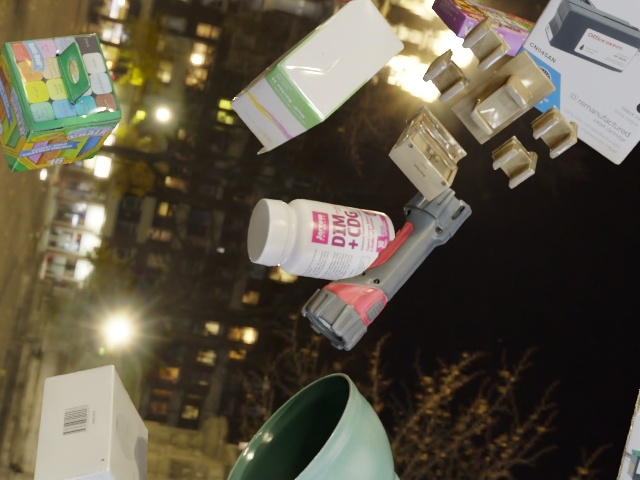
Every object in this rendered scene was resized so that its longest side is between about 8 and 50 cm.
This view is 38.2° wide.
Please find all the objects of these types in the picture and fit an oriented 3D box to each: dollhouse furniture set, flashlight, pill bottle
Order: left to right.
[{"bbox_3d":[0.000,0.000,1.949,0.160,0.283,0.160,-172,-90,-67],"label":"pill bottle"},{"bbox_3d":[0.102,0.034,1.472,0.304,0.103,0.103,-49,-170,-17],"label":"flashlight"},{"bbox_3d":[0.238,-0.191,1.408,0.242,0.212,0.161,-37,-170,29],"label":"dollhouse furniture set"}]

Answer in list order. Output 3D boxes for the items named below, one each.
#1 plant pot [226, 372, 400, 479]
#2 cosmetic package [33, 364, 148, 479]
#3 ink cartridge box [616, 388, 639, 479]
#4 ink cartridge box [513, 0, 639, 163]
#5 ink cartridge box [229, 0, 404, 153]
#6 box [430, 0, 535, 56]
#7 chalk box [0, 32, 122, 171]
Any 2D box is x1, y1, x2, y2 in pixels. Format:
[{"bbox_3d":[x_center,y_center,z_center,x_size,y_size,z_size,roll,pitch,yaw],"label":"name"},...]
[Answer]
[{"bbox_3d":[0.008,0.392,1.518,0.293,0.196,0.293,-42,-167,12],"label":"plant pot"},{"bbox_3d":[-0.408,0.389,1.674,0.224,0.138,0.225,-100,177,-46],"label":"cosmetic package"},{"bbox_3d":[0.593,0.380,1.562,0.092,0.160,0.219,-39,138,-58],"label":"ink cartridge box"},{"bbox_3d":[0.557,-0.385,1.680,0.166,0.285,0.395,-43,166,-45],"label":"ink cartridge box"},{"bbox_3d":[-0.027,-0.277,1.610,0.207,0.119,0.353,-44,-169,-19],"label":"ink cartridge box"},{"bbox_3d":[0.434,-0.515,2.257,0.201,0.293,0.057,-111,-140,-54],"label":"box"},{"bbox_3d":[-0.497,-0.268,1.736,0.289,0.179,0.180,-33,-106,59],"label":"chalk box"}]
